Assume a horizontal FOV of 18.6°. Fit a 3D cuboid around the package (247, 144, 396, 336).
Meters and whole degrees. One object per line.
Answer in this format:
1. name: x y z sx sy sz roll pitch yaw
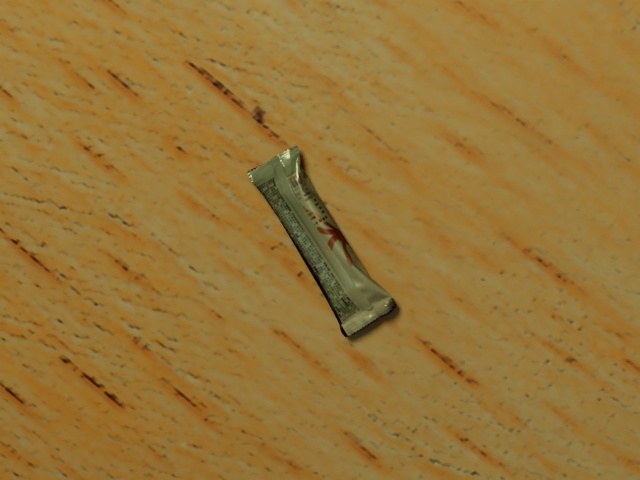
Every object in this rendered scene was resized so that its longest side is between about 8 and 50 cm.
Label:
1. package: 0.000 0.000 1.104 0.037 0.015 0.110 -32 91 18
